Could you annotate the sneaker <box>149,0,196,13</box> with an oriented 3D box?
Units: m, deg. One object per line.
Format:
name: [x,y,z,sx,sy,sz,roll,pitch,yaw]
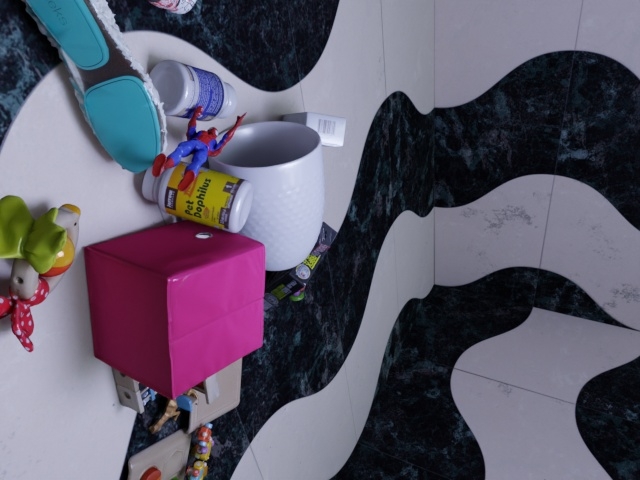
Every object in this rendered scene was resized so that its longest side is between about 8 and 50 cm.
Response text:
sneaker: [-0.294,-0.585,1.001,0.145,0.090,0.270,-17,112,-72]

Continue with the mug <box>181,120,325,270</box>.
mug: [-0.166,-0.084,1.308,0.374,0.276,0.328,-21,128,-24]

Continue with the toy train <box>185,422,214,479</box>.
toy train: [-0.329,0.573,1.379,0.125,0.046,0.166,86,17,-65]

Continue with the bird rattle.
bird rattle: [-0.463,0.045,0.865,0.207,0.143,0.253,-74,179,-64]

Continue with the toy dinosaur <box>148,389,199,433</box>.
toy dinosaur: [-0.360,0.387,1.302,0.112,0.064,0.211,38,67,-60]

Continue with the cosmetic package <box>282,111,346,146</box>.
cosmetic package: [-0.027,-0.312,1.466,0.117,0.231,0.085,5,97,-21]

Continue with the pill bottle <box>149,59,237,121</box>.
pill bottle: [-0.270,-0.317,1.125,0.187,0.112,0.112,-11,110,-61]

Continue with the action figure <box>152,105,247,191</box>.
action figure: [-0.237,-0.211,1.051,0.139,0.091,0.280,-53,-168,21]

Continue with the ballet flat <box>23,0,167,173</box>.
ballet flat: [-0.373,-0.316,0.913,0.147,0.147,0.409,-57,148,-37]

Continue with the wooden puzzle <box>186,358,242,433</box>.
wooden puzzle: [-0.295,0.393,1.455,0.221,0.044,0.238,-6,106,-63]

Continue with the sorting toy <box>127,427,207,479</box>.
sorting toy: [-0.390,0.622,1.365,0.307,0.041,0.229,-8,108,-62]

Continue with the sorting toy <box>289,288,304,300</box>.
sorting toy: [-0.085,0.161,1.762,0.102,0.061,0.042,-79,167,-61]

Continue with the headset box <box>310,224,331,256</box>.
headset box: [0.000,0.000,1.413,0.032,0.083,0.062,16,61,-22]

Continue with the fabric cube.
fabric cube: [-0.295,0.123,1.081,0.258,0.254,0.259,-21,121,-52]

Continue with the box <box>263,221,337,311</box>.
box: [-0.079,0.082,1.549,0.270,0.060,0.216,-38,-165,52]

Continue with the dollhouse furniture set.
dollhouse furniture set: [-0.345,0.307,1.158,0.129,0.184,0.129,-40,135,-52]

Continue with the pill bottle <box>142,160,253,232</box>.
pill bottle: [-0.261,-0.098,1.105,0.117,0.215,0.117,16,90,-87]
